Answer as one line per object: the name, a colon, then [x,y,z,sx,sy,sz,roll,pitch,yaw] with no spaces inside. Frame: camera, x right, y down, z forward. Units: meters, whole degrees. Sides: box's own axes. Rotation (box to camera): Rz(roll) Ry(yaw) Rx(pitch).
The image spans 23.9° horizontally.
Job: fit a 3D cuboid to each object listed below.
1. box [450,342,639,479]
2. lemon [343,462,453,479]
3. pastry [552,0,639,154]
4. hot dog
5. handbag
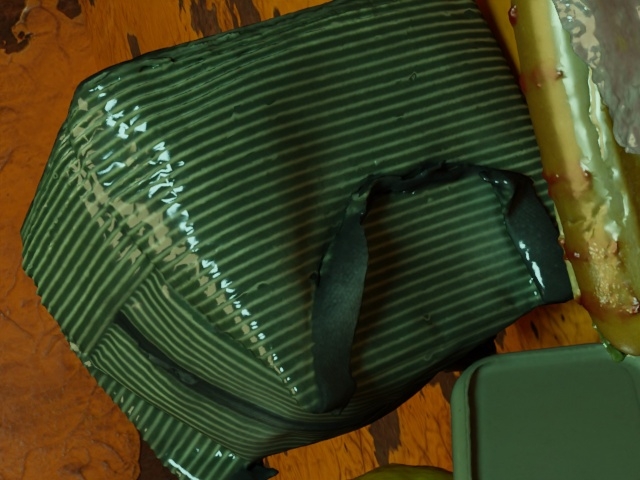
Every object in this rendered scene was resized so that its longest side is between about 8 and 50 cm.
box: [0.152,0.205,0.865,0.274,0.138,0.178,-84,-14,-57]
lemon: [0.072,0.274,1.195,0.231,0.192,0.192,97,153,-54]
pastry: [0.146,-0.173,0.695,0.103,0.112,0.265,1,117,64]
hot dog: [0.145,-0.063,0.798,0.076,0.104,0.250,-14,96,35]
handbag: [0.000,0.000,0.978,0.240,0.341,0.247,59,147,14]
